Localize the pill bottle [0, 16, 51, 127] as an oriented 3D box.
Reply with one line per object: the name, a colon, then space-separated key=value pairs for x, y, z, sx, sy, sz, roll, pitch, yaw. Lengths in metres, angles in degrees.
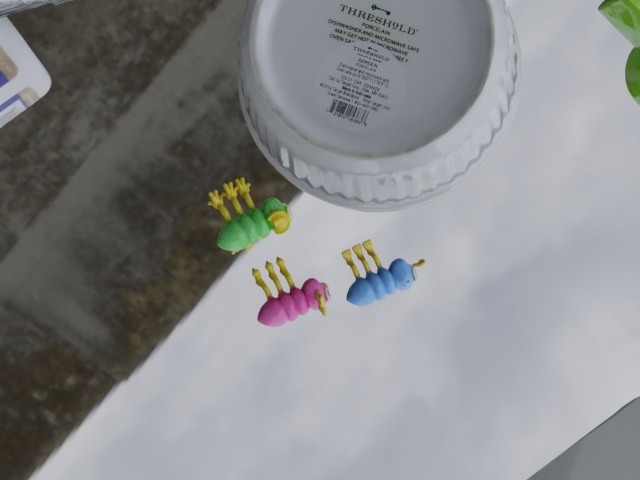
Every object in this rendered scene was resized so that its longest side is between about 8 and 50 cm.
pill bottle: x=-0.386 y=-0.120 z=1.063 sx=0.264 sy=0.153 sz=0.153 roll=-37 pitch=-165 yaw=-7

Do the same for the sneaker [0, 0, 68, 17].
sneaker: x=-0.217 y=-0.261 z=1.012 sx=0.105 sy=0.115 sz=0.281 roll=-11 pitch=-167 yaw=18

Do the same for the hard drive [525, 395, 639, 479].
hard drive: x=0.136 y=0.226 z=0.734 sx=0.233 sy=0.353 sz=0.047 roll=-37 pitch=-120 yaw=-1

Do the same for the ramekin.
ramekin: x=0.039 y=-0.127 z=0.838 sx=0.207 sy=0.207 sz=0.109 roll=-52 pitch=173 yaw=-1

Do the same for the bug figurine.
bug figurine: x=0.000 y=0.000 z=1.381 sx=0.216 sy=0.279 sz=0.072 roll=-27 pitch=-146 yaw=-6

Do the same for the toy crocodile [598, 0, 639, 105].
toy crocodile: x=0.246 y=-0.188 z=0.893 sx=0.105 sy=0.340 sz=0.115 roll=-49 pitch=-166 yaw=-5
